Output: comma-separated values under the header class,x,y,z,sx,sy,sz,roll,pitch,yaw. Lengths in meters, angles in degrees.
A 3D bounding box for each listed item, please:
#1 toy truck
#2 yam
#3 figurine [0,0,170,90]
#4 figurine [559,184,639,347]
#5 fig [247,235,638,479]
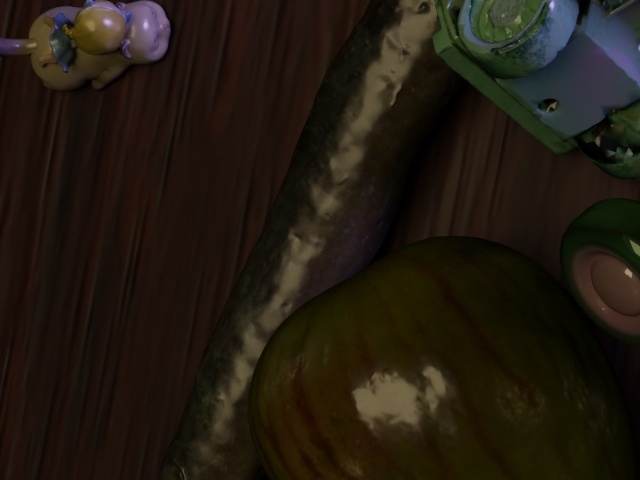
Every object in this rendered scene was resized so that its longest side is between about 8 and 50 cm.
class,x,y,z,sx,sy,sz,roll,pitch,yaw
toy truck,0.171,-0.142,0.673,0.259,0.128,0.135,-35,48,21
yam,0.000,0.000,0.768,0.061,0.061,0.274,30,101,23
figurine,-0.121,-0.101,0.832,0.083,0.050,0.047,-14,87,24
figurine,0.212,0.007,0.548,0.124,0.324,0.222,-35,71,-26
fig,0.080,0.121,0.676,0.151,0.151,0.259,-38,74,19
